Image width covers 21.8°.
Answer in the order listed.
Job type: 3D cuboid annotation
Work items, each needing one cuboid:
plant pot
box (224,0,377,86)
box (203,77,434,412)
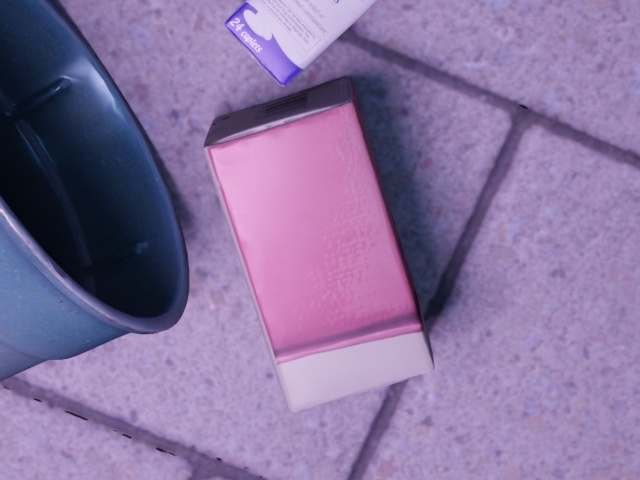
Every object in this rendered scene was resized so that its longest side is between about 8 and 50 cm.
[{"bbox_3d":[-0.333,-0.003,1.292,0.334,0.341,0.341,-30,101,15],"label":"plant pot"},{"bbox_3d":[-0.001,-0.199,1.329,0.137,0.126,0.072,-43,98,10],"label":"box"},{"bbox_3d":[0.000,0.000,1.365,0.127,0.148,0.232,-17,103,3],"label":"box"}]
